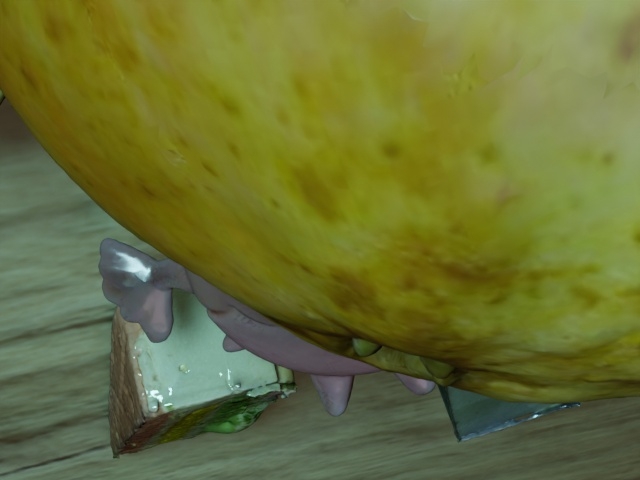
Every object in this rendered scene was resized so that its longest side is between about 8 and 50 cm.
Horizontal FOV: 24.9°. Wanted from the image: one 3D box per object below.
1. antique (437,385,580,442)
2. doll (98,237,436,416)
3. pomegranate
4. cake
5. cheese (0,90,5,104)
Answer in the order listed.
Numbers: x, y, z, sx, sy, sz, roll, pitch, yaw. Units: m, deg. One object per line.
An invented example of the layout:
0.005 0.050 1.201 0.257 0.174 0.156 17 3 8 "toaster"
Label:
0.129 0.022 0.933 0.151 0.148 0.147 -20 148 -1 "antique"
0.000 0.000 0.805 0.262 0.211 0.093 -19 -165 18 "doll"
0.081 -0.154 0.467 0.410 0.410 0.410 -15 148 -10 "pomegranate"
-0.092 0.092 1.015 0.109 0.090 0.225 -14 166 -16 "cake"
-0.148 -0.109 0.648 0.162 0.086 0.036 -47 149 14 "cheese"
